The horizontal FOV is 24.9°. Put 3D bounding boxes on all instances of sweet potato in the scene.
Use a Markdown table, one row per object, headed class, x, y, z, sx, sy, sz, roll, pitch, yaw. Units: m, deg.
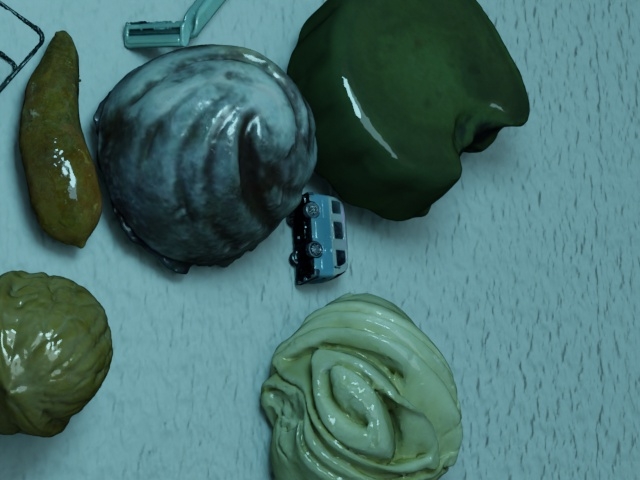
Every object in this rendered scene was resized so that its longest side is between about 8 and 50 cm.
| class | x | y | z | sx | sy | sz | roll | pitch | yaw |
| --- | --- | --- | --- | --- | --- | --- | --- | --- | --- |
| sweet potato | -0.337 | -0.133 | 1.854 | 0.097 | 0.097 | 0.291 | -2 | 77 | -28 |

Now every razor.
| class | x | y | z | sx | sy | sz | roll | pitch | yaw |
| --- | --- | --- | --- | --- | --- | --- | --- | --- | --- |
| razor | -0.151 | -0.344 | 2.023 | 0.278 | 0.111 | 0.056 | -50 | 130 | -37 |

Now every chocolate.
| class | x | y | z | sx | sy | sz | roll | pitch | yaw |
| --- | --- | --- | --- | --- | --- | --- | --- | --- | --- |
| chocolate | -0.116 | -0.125 | 1.880 | 0.303 | 0.213 | 0.303 | 11 | 71 | -34 |

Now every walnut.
| class | x | y | z | sx | sy | sz | roll | pitch | yaw |
| --- | --- | --- | --- | --- | --- | --- | --- | --- | --- |
| walnut | -0.342 | 0.135 | 1.708 | 0.213 | 0.213 | 0.213 | 7 | 74 | -26 |

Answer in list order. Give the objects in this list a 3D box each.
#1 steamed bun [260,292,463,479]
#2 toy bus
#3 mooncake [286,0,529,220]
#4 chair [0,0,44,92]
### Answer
| class | x | y | z | sx | sy | sz | roll | pitch | yaw |
| --- | --- | --- | --- | --- | --- | --- | --- | --- | --- |
| steamed bun | 0.070 | 0.220 | 1.914 | 0.276 | 0.203 | 0.289 | 38 | 62 | -14 |
| toy bus | 0.000 | 0.000 | 2.017 | 0.075 | 0.060 | 0.123 | 4 | 73 | -31 |
| mooncake | 0.111 | -0.209 | 2.051 | 0.351 | 0.187 | 0.351 | 9 | 71 | -27 |
| chair | -0.463 | -0.188 | 1.778 | 0.145 | 0.140 | 0.221 | 33 | 67 | -17 |
